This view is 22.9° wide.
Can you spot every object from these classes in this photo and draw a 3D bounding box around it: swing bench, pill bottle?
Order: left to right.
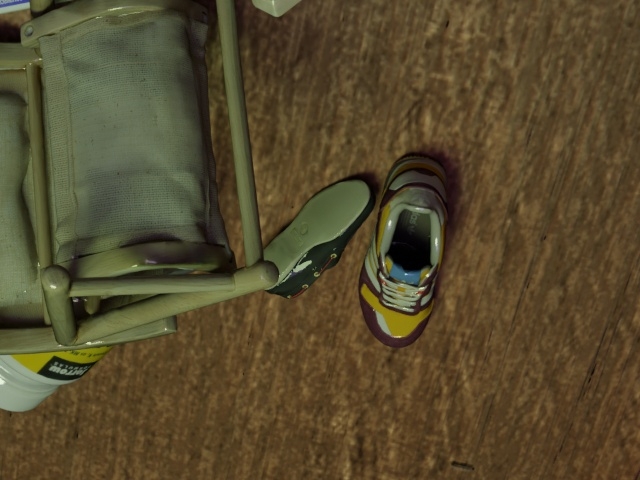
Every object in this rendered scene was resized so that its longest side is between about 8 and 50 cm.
[{"bbox_3d":[-0.217,0.048,1.351,0.119,0.119,0.208,37,119,-16],"label":"pill bottle"},{"bbox_3d":[-0.166,-0.062,1.160,0.165,0.253,0.254,-1,168,-26],"label":"swing bench"}]

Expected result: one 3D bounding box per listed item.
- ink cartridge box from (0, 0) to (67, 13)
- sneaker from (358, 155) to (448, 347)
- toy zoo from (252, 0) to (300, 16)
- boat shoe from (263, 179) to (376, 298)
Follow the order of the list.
[{"bbox_3d":[-0.226,-0.279,1.183,0.206,0.045,0.208,-8,112,11],"label":"ink cartridge box"},{"bbox_3d":[0.067,0.025,1.322,0.069,0.084,0.185,6,122,3],"label":"sneaker"},{"bbox_3d":[-0.006,-0.317,1.041,0.192,0.030,0.293,-40,136,-20],"label":"toy zoo"},{"bbox_3d":[-0.001,-0.001,1.341,0.133,0.049,0.042,-43,137,20],"label":"boat shoe"}]
